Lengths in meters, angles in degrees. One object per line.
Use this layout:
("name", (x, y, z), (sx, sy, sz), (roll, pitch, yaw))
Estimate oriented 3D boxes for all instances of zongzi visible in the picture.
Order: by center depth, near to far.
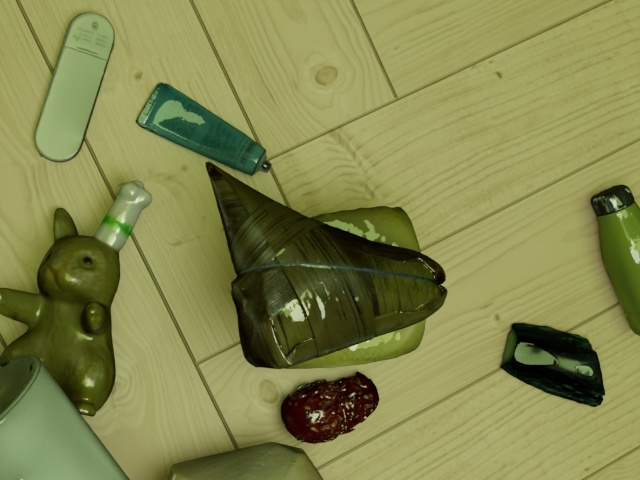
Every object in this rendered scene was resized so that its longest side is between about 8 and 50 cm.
("zongzi", (0.000, 0.000, 1.321), (0.286, 0.138, 0.300), (-18, 81, -16))

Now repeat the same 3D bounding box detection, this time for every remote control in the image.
("remote control", (-0.385, -0.241, 1.525), (0.077, 0.022, 0.244), (17, 85, -14))

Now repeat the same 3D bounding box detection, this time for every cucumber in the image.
("cucumber", (0.413, 0.211, 1.676), (0.193, 0.086, 0.115), (18, 87, -6))

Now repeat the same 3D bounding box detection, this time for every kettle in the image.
("kettle", (-0.354, 0.336, 1.275), (0.205, 0.265, 0.318), (-45, 116, -34))

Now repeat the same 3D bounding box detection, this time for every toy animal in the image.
("toy animal", (-0.372, 0.080, 1.436), (0.181, 0.180, 0.362), (7, 91, 13))

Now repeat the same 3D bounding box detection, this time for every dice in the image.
("dice", (0.022, 0.072, 1.502), (0.233, 0.238, 0.226), (-7, 89, -11))

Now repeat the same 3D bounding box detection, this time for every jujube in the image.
("jujube", (0.019, 0.275, 1.569), (0.166, 0.104, 0.104), (-14, 92, -13))

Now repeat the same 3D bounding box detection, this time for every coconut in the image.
("coconut", (-0.105, 0.445, 1.447), (0.323, 0.323, 0.322), (0, 89, -13))

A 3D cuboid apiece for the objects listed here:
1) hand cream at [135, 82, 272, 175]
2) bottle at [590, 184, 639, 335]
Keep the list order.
("hand cream", (-0.181, -0.168, 1.565), (0.224, 0.048, 0.083), (29, 82, -5))
("bottle", (0.550, 0.032, 1.689), (0.112, 0.112, 0.260), (-25, 94, -12))
